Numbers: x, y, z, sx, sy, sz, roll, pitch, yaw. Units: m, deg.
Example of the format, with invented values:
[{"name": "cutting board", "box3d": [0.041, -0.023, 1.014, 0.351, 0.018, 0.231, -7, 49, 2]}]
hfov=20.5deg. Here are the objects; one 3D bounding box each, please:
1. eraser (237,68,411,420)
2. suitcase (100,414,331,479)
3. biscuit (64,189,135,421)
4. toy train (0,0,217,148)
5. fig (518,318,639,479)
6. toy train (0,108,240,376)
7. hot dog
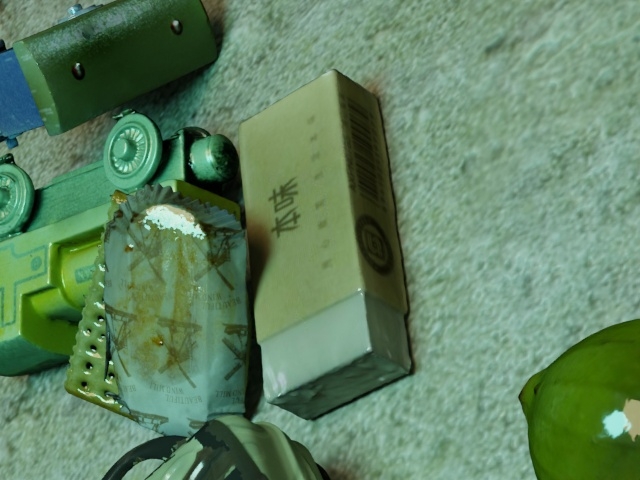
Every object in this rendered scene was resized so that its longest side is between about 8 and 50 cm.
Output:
[{"name": "eraser", "box3d": [0.000, 0.000, 1.785, 0.144, 0.078, 0.343, -29, 50, 29]}, {"name": "suitcase", "box3d": [-0.115, 0.332, 1.624, 0.351, 0.194, 0.339, -43, 39, 14]}, {"name": "biscuit", "box3d": [-0.189, 0.076, 1.860, 0.139, 0.016, 0.231, 21, 105, 16]}, {"name": "toy train", "box3d": [-0.278, -0.206, 2.024, 0.202, 0.131, 0.300, -11, 15, 44]}, {"name": "fig", "box3d": [0.243, 0.150, 1.389, 0.225, 0.203, 0.203, 16, 79, 39]}, {"name": "toy train", "box3d": [-0.241, 0.001, 1.964, 0.369, 0.150, 0.237, -18, 65, 34]}, {"name": "hot dog", "box3d": [-0.141, 0.077, 1.793, 0.163, 0.082, 0.270, 7, 105, 21]}]
